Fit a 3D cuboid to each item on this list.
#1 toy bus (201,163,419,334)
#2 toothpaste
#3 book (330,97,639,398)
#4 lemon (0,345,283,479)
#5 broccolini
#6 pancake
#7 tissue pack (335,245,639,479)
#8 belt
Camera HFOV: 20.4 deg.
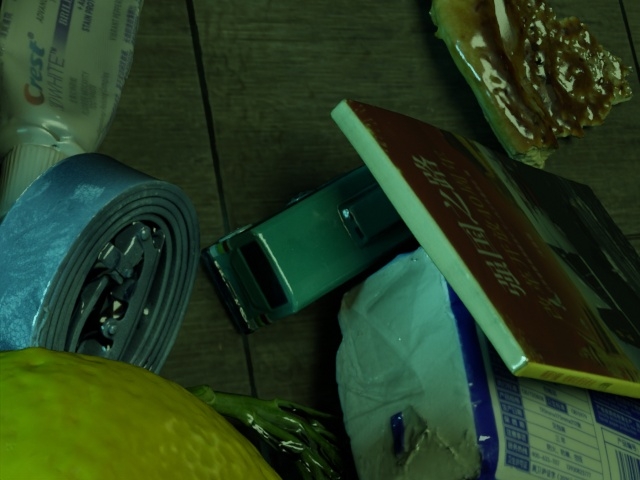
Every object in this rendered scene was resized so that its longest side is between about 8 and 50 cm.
[{"bbox_3d":[0.000,0.000,1.367,0.160,0.092,0.079,-30,94,-39],"label":"toy bus"},{"bbox_3d":[-0.188,-0.122,1.296,0.099,0.068,0.282,50,40,-48],"label":"toothpaste"},{"bbox_3d":[0.184,0.022,1.395,0.374,0.028,0.262,15,36,-52],"label":"book"},{"bbox_3d":[-0.157,0.219,1.046,0.336,0.336,0.336,13,67,-33],"label":"lemon"},{"bbox_3d":[-0.053,0.169,1.273,0.271,0.062,0.123,12,54,-46],"label":"broccolini"},{"bbox_3d":[0.198,-0.182,1.599,0.244,0.057,0.266,7,70,-36],"label":"pancake"},{"bbox_3d":[0.148,0.142,1.368,0.269,0.137,0.209,24,42,-41],"label":"tissue pack"},{"bbox_3d":[-0.161,0.039,1.200,0.141,0.082,0.190,17,95,-53],"label":"belt"}]
